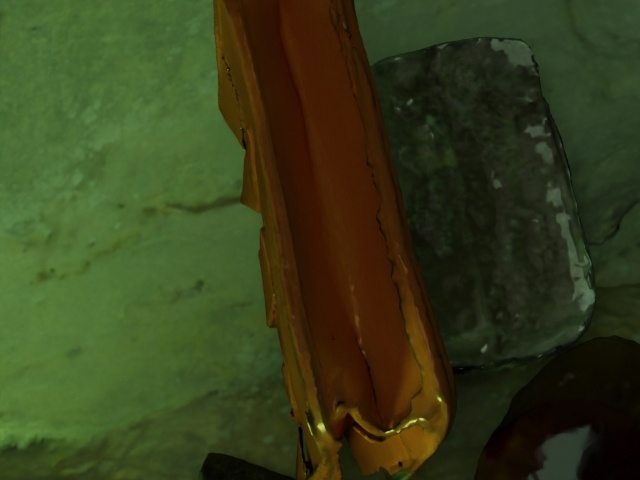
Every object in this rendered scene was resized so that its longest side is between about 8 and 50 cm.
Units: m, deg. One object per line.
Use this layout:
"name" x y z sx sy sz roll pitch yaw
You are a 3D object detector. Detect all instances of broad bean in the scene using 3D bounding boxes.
"broad bean" 0.221 0.189 1.074 0.156 0.122 0.228 36 89 12

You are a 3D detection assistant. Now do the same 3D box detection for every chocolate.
"chocolate" 0.134 -0.029 1.150 0.185 0.100 0.303 -12 79 -2

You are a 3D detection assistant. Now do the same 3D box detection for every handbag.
"handbag" 0.000 0.000 1.062 0.116 0.303 0.410 -10 71 -7

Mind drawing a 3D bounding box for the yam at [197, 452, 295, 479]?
"yam" 0.016 0.253 1.140 0.274 0.061 0.061 14 82 13
